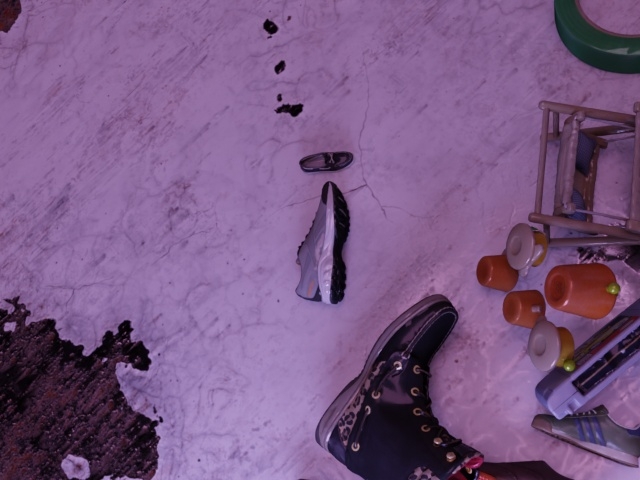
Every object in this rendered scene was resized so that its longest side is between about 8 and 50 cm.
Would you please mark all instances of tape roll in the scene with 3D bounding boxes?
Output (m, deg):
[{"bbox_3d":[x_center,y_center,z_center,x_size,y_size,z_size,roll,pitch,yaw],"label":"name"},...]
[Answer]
[{"bbox_3d":[0.659,-0.511,1.584,0.321,0.077,0.322,-6,69,16],"label":"tape roll"}]

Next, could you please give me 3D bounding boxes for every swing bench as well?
[{"bbox_3d":[0.539,-0.119,1.438,0.254,0.165,0.254,4,72,18],"label":"swing bench"}]

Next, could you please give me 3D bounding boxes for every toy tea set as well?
[{"bbox_3d":[0.414,0.084,1.364,0.124,0.200,0.336,6,27,-18],"label":"toy tea set"}]

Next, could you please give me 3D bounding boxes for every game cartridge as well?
[{"bbox_3d":[0.504,0.195,1.320,0.294,0.196,0.060,-41,76,3],"label":"game cartridge"}]

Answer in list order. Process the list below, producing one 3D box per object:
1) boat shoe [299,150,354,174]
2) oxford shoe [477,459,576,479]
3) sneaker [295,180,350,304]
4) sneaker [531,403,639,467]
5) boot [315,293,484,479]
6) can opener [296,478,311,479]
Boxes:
[{"bbox_3d":[0.013,-0.180,1.696,0.125,0.038,0.046,-6,70,16],"label":"boat shoe"},{"bbox_3d":[0.356,0.442,1.358,0.271,0.097,0.098,15,42,29],"label":"oxford shoe"},{"bbox_3d":[0.000,0.000,1.607,0.107,0.100,0.272,-1,71,23],"label":"sneaker"},{"bbox_3d":[0.485,0.333,1.355,0.192,0.064,0.086,19,77,17],"label":"sneaker"},{"bbox_3d":[0.187,0.313,1.375,0.377,0.138,0.284,-50,47,1],"label":"boot"},{"bbox_3d":[0.086,0.492,1.432,0.280,0.074,0.093,-1,37,16],"label":"can opener"}]
